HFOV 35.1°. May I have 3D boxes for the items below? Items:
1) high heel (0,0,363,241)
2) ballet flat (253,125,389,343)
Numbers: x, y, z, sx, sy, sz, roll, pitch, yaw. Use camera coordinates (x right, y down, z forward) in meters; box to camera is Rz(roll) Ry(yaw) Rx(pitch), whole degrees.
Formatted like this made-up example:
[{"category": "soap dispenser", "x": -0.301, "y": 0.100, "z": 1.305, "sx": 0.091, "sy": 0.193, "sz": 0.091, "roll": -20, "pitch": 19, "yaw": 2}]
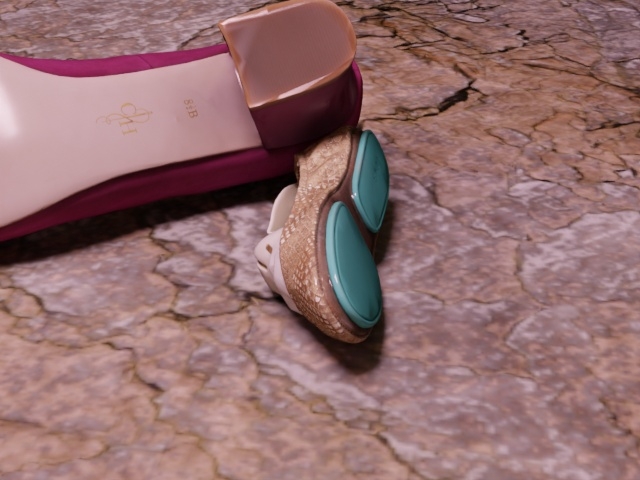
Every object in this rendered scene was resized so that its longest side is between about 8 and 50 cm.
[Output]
[{"category": "high heel", "x": -0.153, "y": -0.055, "z": 0.662, "sx": 0.377, "sy": 0.127, "sz": 0.181, "roll": -10, "pitch": -10, "yaw": -2}, {"category": "ballet flat", "x": 0.000, "y": 0.000, "z": 0.575, "sx": 0.067, "sy": 0.073, "sz": 0.206, "roll": -20, "pitch": 22, "yaw": 17}]
